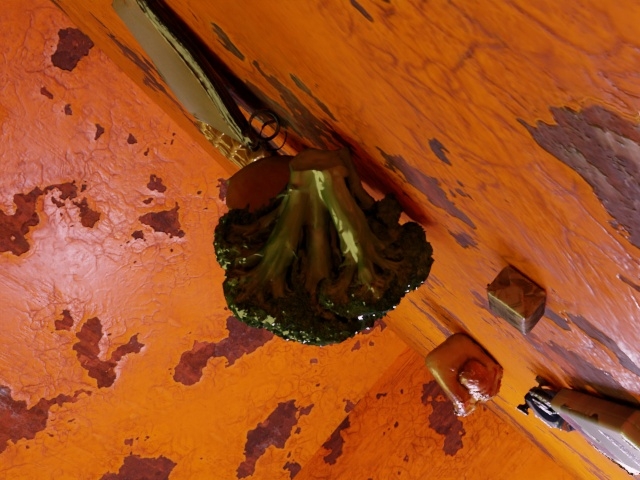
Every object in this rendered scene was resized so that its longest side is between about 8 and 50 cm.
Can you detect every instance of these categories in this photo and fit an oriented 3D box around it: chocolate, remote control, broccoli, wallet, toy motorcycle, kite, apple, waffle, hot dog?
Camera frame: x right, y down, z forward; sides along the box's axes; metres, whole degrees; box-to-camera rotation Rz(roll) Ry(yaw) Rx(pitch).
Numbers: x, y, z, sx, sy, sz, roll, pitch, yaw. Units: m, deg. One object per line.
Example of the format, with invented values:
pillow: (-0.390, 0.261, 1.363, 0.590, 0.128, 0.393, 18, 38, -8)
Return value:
chocolate: (0.536, 0.375, 1.467, 0.101, 0.031, 0.064, 37, 158, 7)
remote control: (0.452, 0.292, 1.235, 0.145, 0.050, 0.344, 41, 176, 2)
broccoli: (0.000, 0.000, 1.130, 0.308, 0.308, 0.275, 37, 139, 47)
wallet: (-0.212, -0.280, 1.315, 0.335, 0.068, 0.275, 51, 168, -28)
toy motorcycle: (0.431, 0.310, 1.522, 0.114, 0.076, 0.205, 33, 174, 17)
kite: (-0.154, -0.248, 1.448, 0.152, 0.005, 0.137, 41, 174, 3)
apple: (-0.068, -0.024, 1.387, 0.246, 0.246, 0.226, 44, -177, -33)
waffle: (-0.148, -0.177, 1.740, 0.309, 0.065, 0.283, 39, 175, 38)
hot dog: (0.338, 0.317, 1.917, 0.153, 0.150, 0.256, 49, 179, 23)

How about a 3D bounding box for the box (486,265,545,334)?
box: (0.234, 0.072, 0.982, 0.062, 0.045, 0.098, 38, 174, 24)
